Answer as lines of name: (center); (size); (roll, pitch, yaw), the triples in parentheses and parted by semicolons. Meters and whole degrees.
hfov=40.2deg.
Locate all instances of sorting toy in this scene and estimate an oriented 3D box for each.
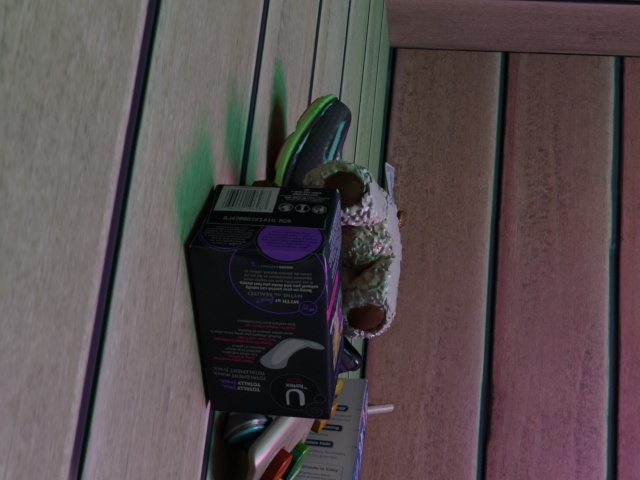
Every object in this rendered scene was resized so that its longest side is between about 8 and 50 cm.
sorting toy: (-0.034, 0.307, 1.329); (0.307, 0.041, 0.229); (-43, 155, -48)

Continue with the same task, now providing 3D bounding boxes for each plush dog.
plush dog: (0.000, 0.000, 1.286); (0.210, 0.225, 0.262); (-49, 130, -64)

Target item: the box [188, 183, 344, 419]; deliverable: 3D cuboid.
box: (-0.059, 0.079, 1.109); (0.143, 0.165, 0.270); (-76, 167, -54)

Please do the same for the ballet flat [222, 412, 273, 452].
ballet flat: (-0.107, 0.268, 1.277); (0.213, 0.072, 0.068); (75, -7, -68)

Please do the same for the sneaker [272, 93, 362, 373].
sneaker: (0.018, -0.001, 1.472); (0.185, 0.202, 0.482); (-23, 117, -81)

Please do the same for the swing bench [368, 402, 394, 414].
swing bench: (0.022, 0.468, 1.824); (0.255, 0.165, 0.253); (1, 94, -58)

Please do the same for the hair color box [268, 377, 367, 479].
hair color box: (-0.022, 0.393, 1.489); (0.347, 0.174, 0.105); (-76, 167, -48)
